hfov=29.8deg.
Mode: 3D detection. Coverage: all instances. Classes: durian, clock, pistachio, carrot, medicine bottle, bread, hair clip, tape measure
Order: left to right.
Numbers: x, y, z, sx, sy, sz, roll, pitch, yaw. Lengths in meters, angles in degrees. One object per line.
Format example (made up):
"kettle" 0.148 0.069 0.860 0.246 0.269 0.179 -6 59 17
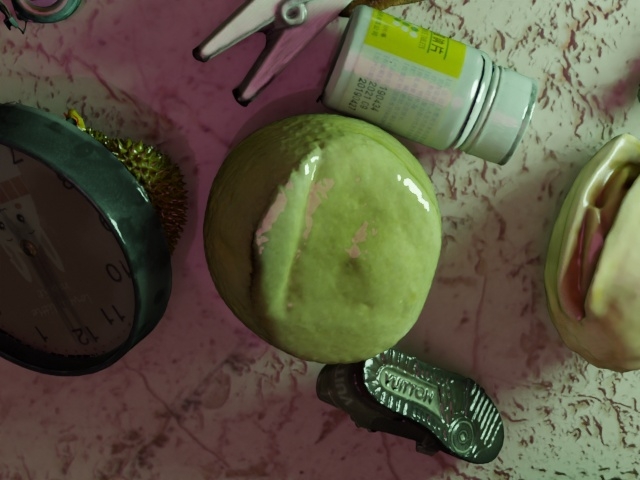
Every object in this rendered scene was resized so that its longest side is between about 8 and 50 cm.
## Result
"tape measure" -0.369 -0.329 1.513 0.107 0.180 0.104 -18 87 6
"clock" -0.377 0.009 1.554 0.386 0.076 0.386 14 126 19
"durian" -0.272 -0.080 1.581 0.193 0.138 0.237 4 124 25
"hair clip" -0.018 -0.322 1.554 0.331 0.085 0.101 -45 102 4
"bread" -0.002 -0.006 1.555 0.321 0.237 0.320 -6 120 -10
"carrot" 0.098 -0.322 1.579 0.165 0.035 0.035 -14 104 6
"medicine bottle" 0.139 -0.196 1.555 0.258 0.143 0.143 22 103 -5
"pistachio" 0.407 0.019 1.595 0.193 0.214 0.318 20 99 39

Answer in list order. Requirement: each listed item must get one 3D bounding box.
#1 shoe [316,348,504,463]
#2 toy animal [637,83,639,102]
"shoe" 0.120 0.231 1.692 0.293 0.149 0.109 33 64 -33
"toy animal" 0.518 -0.230 1.572 0.225 0.094 0.121 -40 91 19
